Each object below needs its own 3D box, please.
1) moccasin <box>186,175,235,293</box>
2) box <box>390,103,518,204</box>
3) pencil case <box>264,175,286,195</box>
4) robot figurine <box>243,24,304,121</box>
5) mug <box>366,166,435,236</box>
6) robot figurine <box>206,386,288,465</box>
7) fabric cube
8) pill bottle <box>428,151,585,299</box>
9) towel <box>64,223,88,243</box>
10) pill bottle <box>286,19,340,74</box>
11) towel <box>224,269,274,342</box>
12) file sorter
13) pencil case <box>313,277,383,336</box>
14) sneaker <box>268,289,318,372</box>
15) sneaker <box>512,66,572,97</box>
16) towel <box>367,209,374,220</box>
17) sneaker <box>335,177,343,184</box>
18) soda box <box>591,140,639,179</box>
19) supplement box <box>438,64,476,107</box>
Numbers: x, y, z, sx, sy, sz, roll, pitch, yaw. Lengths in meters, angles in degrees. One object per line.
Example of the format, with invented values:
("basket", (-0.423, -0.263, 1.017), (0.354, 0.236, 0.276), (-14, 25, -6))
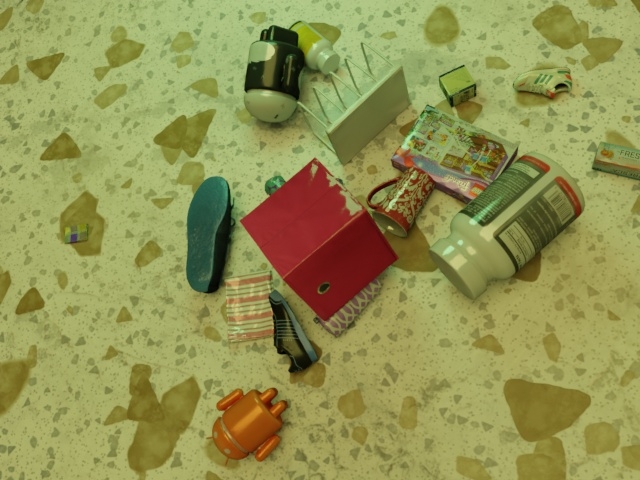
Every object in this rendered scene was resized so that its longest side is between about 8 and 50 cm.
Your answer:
("moccasin", (-0.326, -0.014, 1.854), (0.137, 0.117, 0.342), (6, 76, 17))
("box", (0.373, -0.236, 1.786), (0.293, 0.057, 0.201), (31, 80, 22))
("pencil case", (-0.102, -0.115, 1.858), (0.070, 0.064, 0.152), (-41, 67, 14))
("robot figurine", (-0.138, -0.498, 1.929), (0.173, 0.209, 0.278), (8, 91, 10))
("mug", (0.219, -0.120, 1.750), (0.150, 0.113, 0.169), (36, 78, 0))
("robot figurine", (-0.185, 0.473, 1.634), (0.219, 0.158, 0.128), (-40, 27, -3))
("fabric cube", (0.000, 0.000, 1.634), (0.258, 0.254, 0.259), (-39, 50, -1))
("pill bottle", (0.462, -0.034, 1.608), (0.363, 0.210, 0.210), (-41, 66, -3))
("towel", (-0.778, -0.022, 2.025), (0.083, 0.009, 0.060), (-9, 70, 11))
("pill bottle", (-0.026, -0.601, 1.993), (0.103, 0.103, 0.184), (-43, 66, -3))
("towel", (-0.199, 0.182, 1.796), (0.144, 0.029, 0.197), (-10, 68, 10))
("file sorter", (0.093, -0.401, 1.846), (0.277, 0.193, 0.173), (-44, 64, -4))
("pencil case", (0.075, 0.164, 1.708), (0.206, 0.086, 0.088), (-45, 33, -5))
("sneaker", (-0.097, 0.244, 1.719), (0.090, 0.081, 0.232), (-30, 67, -5))
("sneaker", (0.628, -0.438, 1.794), (0.161, 0.057, 0.075), (-7, 64, 9))
("towel", (0.089, -0.026, 1.800), (0.110, 0.027, 0.148), (14, 73, 17))
("sneaker", (0.024, -0.104, 1.835), (0.073, 0.063, 0.162), (31, 88, 8))
("soda box", (0.812, -0.201, 1.660), (0.183, 0.063, 0.058), (18, 76, 19))
("supplement box", (0.400, -0.451, 1.857), (0.083, 0.056, 0.083), (-25, 66, 4))
